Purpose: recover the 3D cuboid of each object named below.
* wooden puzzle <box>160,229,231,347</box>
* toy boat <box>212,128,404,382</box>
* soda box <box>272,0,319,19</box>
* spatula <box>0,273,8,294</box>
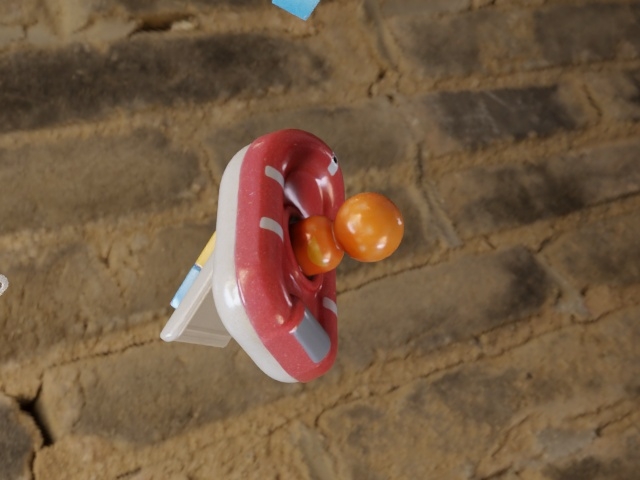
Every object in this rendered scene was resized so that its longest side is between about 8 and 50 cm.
[{"bbox_3d":[-0.093,0.020,1.199,0.044,0.238,0.221,32,-90,11],"label":"wooden puzzle"},{"bbox_3d":[0.000,0.000,0.903,0.151,0.151,0.231,55,-155,-43],"label":"toy boat"},{"bbox_3d":[-0.001,-0.479,1.756,0.071,0.210,0.067,23,-142,-23],"label":"soda box"},{"bbox_3d":[-0.399,0.086,0.907,0.168,0.019,0.242,44,-104,-20],"label":"spatula"}]
